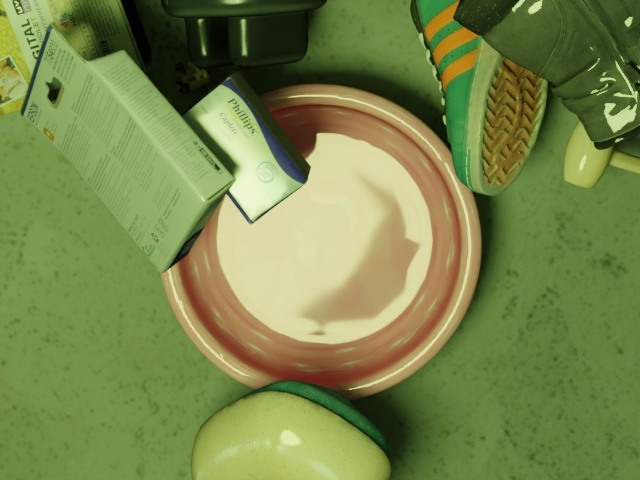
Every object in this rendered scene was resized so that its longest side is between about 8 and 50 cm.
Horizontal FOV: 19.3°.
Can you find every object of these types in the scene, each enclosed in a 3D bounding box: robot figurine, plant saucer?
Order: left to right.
[{"bbox_3d":[-0.081,-0.311,1.860,0.209,0.173,0.278,-2,100,4],"label":"robot figurine"},{"bbox_3d":[0.000,0.000,1.957,0.332,0.084,0.332,1,99,3],"label":"plant saucer"}]

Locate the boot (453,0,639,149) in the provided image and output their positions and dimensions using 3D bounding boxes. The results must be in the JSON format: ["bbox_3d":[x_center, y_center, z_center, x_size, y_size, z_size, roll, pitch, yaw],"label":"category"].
[{"bbox_3d":[0.304,-0.261,1.744,0.223,0.118,0.338,38,121,-6],"label":"boot"}]

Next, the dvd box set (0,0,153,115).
[{"bbox_3d":[-0.415,-0.255,1.901,0.420,0.062,0.307,-16,110,10],"label":"dvd box set"}]

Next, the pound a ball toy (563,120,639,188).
[{"bbox_3d":[0.429,-0.095,1.870,0.319,0.208,0.136,3,102,-24],"label":"pound a ball toy"}]

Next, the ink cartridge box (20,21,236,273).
[{"bbox_3d":[-0.190,-0.094,1.820,0.045,0.223,0.224,-40,86,-24],"label":"ink cartridge box"}]

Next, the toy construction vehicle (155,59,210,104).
[{"bbox_3d":[-0.162,-0.160,1.936,0.086,0.098,0.035,-22,108,-13],"label":"toy construction vehicle"}]

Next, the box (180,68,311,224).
[{"bbox_3d":[-0.074,-0.093,1.831,0.072,0.137,0.126,-37,95,6],"label":"box"}]

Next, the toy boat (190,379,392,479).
[{"bbox_3d":[0.021,0.258,1.960,0.318,0.148,0.267,35,143,-13],"label":"toy boat"}]

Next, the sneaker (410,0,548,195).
[{"bbox_3d":[0.154,-0.198,1.898,0.121,0.108,0.302,6,92,42],"label":"sneaker"}]
